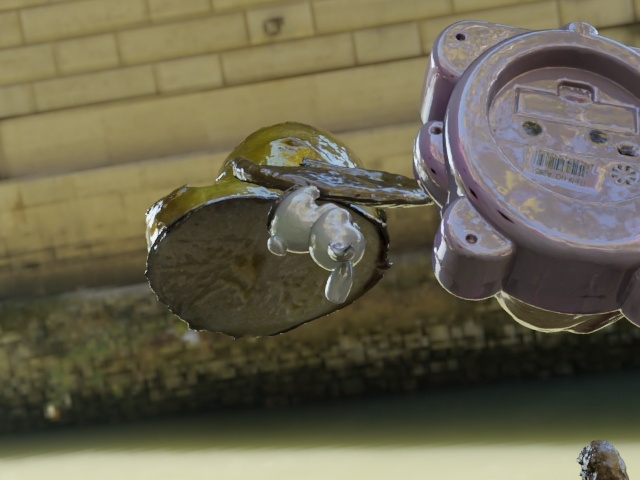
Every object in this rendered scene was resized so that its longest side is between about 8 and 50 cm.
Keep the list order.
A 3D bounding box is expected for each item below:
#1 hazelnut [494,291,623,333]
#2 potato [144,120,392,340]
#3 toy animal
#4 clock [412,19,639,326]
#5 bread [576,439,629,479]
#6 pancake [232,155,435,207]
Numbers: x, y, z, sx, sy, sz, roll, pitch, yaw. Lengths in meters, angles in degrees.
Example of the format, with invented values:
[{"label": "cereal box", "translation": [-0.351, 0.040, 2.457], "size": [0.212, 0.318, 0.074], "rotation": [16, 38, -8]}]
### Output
[{"label": "hazelnut", "translation": [0.272, -0.027, 1.590], "size": [0.261, 0.241, 0.261], "rotation": [21, 19, -8]}, {"label": "potato", "translation": [-0.100, -0.047, 2.191], "size": [0.397, 0.290, 0.296], "rotation": [-3, 43, -19]}, {"label": "toy animal", "translation": [0.005, -0.003, 1.454], "size": [0.124, 0.071, 0.085], "rotation": [28, 44, 35]}, {"label": "clock", "translation": [0.234, -0.066, 1.364], "size": [0.295, 0.113, 0.322], "rotation": [10, 48, -1]}, {"label": "bread", "translation": [0.415, 0.348, 2.118], "size": [0.060, 0.113, 0.082], "rotation": [-12, -19, -7]}, {"label": "pancake", "translation": [0.018, -0.081, 1.927], "size": [0.288, 0.033, 0.286], "rotation": [7, 10, -18]}]
